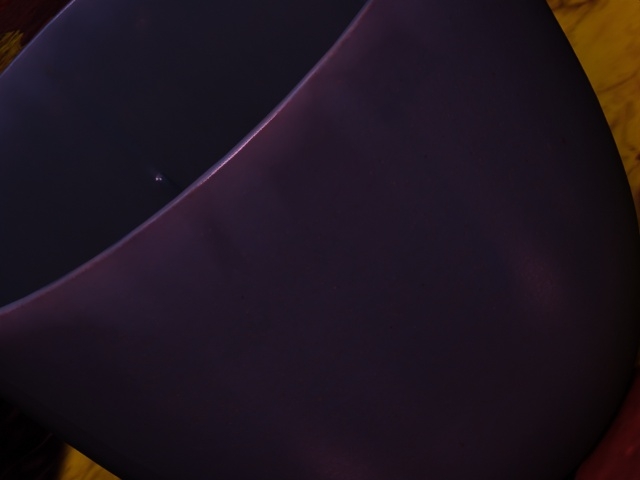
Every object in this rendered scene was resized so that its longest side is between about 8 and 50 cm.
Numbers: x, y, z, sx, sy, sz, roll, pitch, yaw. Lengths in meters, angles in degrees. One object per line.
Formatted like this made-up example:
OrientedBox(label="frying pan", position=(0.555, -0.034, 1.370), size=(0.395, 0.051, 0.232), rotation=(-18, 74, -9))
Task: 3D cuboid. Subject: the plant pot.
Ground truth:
OrientedBox(label="plant pot", position=(0.000, 0.000, 0.688), size=(0.293, 0.235, 0.293), rotation=(-32, 29, 20))
